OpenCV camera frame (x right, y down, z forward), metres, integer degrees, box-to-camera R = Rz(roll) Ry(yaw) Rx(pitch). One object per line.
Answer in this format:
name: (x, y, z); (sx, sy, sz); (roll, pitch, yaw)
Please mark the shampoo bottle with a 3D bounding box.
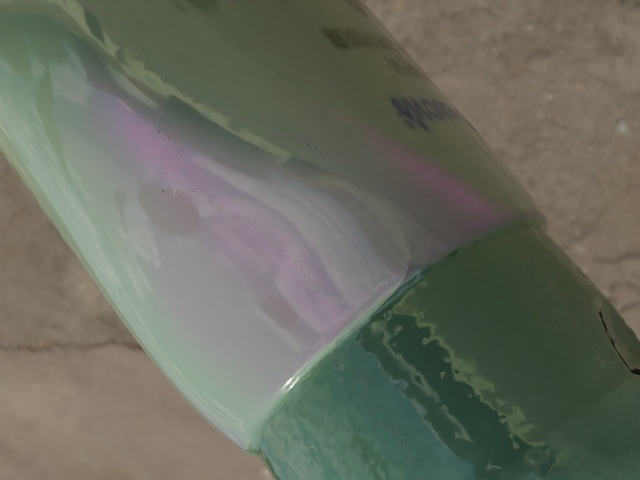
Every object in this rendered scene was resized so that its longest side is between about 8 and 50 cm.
shampoo bottle: (0.000, 0.000, 0.554); (0.349, 0.151, 0.222); (53, -164, 17)
